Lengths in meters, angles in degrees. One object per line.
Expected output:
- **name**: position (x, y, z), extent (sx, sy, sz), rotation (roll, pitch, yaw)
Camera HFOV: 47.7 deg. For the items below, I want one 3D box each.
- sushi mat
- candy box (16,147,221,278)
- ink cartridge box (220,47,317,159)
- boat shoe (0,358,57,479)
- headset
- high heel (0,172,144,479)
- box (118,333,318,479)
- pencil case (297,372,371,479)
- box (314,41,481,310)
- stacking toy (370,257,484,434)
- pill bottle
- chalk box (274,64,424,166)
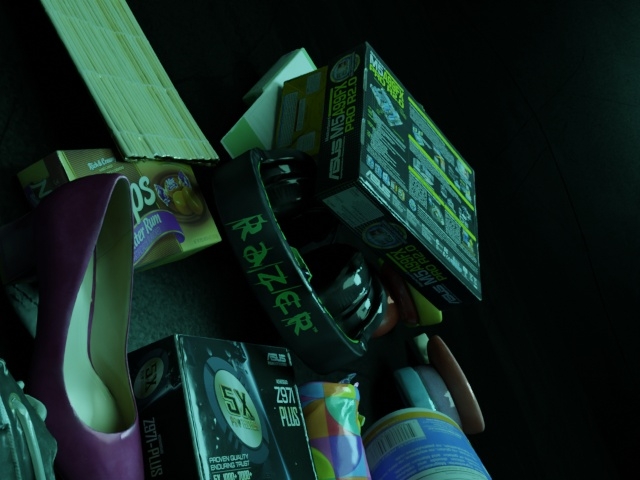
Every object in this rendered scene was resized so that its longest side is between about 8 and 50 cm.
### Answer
- **sushi mat**: position (-0.214, -0.209, 0.709), extent (0.317, 0.019, 0.151), rotation (60, 23, 7)
- **candy box**: position (-0.173, -0.027, 0.660), extent (0.109, 0.053, 0.186), rotation (67, 21, 1)
- **ink cartridge box**: position (-0.049, -0.140, 1.035), extent (0.171, 0.056, 0.235), rotation (55, 50, -26)
- **boat shoe**: position (-0.211, 0.121, 0.396), extent (0.119, 0.121, 0.335), rotation (2, 78, -73)
- **headset**: position (0.000, 0.000, 0.827), extent (0.243, 0.185, 0.394), rotation (61, 6, -3)
- **high heel**: position (-0.153, 0.076, 0.529), extent (0.082, 0.117, 0.244), rotation (2, 67, -65)
- **box**: position (-0.087, 0.170, 0.639), extent (0.180, 0.077, 0.147), rotation (24, 48, -59)
- **pencil case**: position (0.013, 0.259, 0.749), extent (0.104, 0.104, 0.236), rotation (34, 43, -53)
- **box**: position (0.102, -0.070, 0.872), extent (0.270, 0.060, 0.216), rotation (40, 41, -39)
- **stacking toy**: position (0.117, 0.163, 1.121), extent (0.279, 0.130, 0.309), rotation (-136, -157, -82)
- **pill bottle**: position (0.134, 0.317, 0.785), extent (0.152, 0.152, 0.272), rotation (57, 2, -24)
- **chalk box**: position (0.057, -0.139, 1.016), extent (0.213, 0.132, 0.132), rotation (24, 66, -44)
